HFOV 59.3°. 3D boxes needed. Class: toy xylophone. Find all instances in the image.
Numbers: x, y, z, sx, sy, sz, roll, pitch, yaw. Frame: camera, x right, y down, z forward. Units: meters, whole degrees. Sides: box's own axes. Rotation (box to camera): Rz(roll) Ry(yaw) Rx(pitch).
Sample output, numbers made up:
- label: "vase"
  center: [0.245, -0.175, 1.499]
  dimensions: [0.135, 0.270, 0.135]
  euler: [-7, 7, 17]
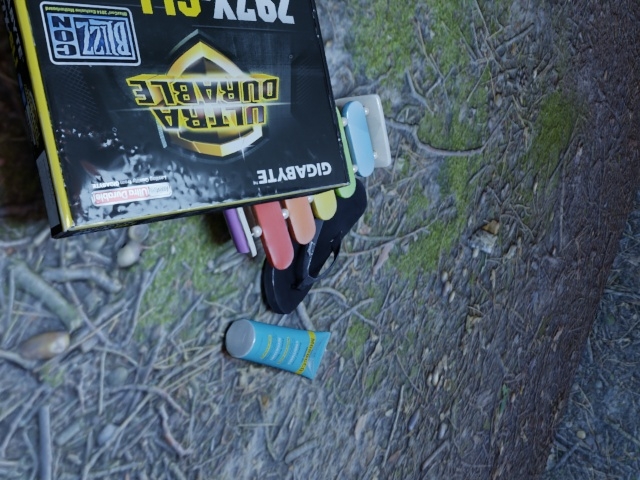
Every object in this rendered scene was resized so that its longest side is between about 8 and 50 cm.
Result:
- label: "toy xylophone"
  center: [-0.036, -0.125, 0.765]
  dimensions: [0.322, 0.081, 0.236]
  euler: [-44, 127, -32]

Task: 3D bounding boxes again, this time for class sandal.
- label: "sandal"
  center: [0.000, -0.001, 0.848]
  dimensions: [0.255, 0.054, 0.097]
  euler: [-56, 133, -24]

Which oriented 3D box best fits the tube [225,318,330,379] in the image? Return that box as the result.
- label: "tube"
  center: [-0.054, 0.160, 0.836]
  dimensions: [0.207, 0.052, 0.080]
  euler: [27, 88, -53]

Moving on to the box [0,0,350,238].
- label: "box"
  center: [-0.132, -0.157, 0.584]
  dimensions: [0.321, 0.079, 0.257]
  euler: [-12, 91, -36]
